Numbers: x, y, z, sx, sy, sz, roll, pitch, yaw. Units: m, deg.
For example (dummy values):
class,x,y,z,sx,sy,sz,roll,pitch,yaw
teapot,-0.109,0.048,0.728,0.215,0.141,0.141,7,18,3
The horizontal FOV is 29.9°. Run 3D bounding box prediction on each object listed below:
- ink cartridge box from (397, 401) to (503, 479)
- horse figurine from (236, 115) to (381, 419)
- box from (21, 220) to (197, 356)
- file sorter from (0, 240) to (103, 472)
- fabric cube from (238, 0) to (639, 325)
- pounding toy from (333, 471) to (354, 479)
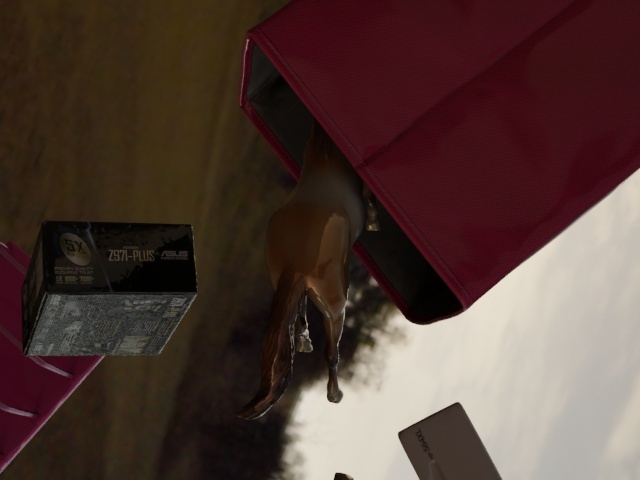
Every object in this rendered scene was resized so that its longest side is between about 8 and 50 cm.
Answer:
class,x,y,z,sx,sy,sz,roll,pitch,yaw
ink cartridge box,0.171,0.292,1.408,0.086,0.148,0.203,-28,156,0
horse figurine,0.000,0.000,0.858,0.174,0.066,0.263,80,21,-46
box,-0.217,0.052,1.209,0.180,0.147,0.077,127,-40,-59
file sorter,-0.438,0.152,1.488,0.290,0.202,0.182,-49,167,-8
fabric cube,0.112,-0.112,0.964,0.258,0.259,0.254,-38,179,-9
pounding toy,-0.037,0.288,0.891,0.237,0.110,0.183,-88,-175,-78
